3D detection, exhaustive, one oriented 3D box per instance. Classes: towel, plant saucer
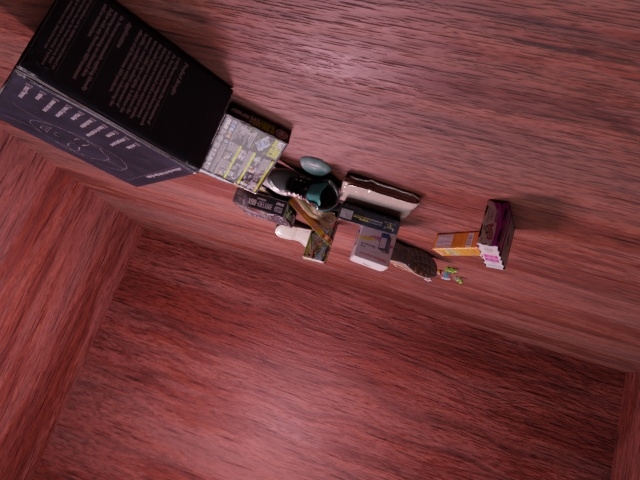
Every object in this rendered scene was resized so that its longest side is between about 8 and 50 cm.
[{"bbox_3d":[0.209,-0.160,1.724,0.283,0.049,0.187,18,167,-1],"label":"towel"},{"bbox_3d":[-0.021,-0.262,1.679,0.120,0.021,0.119,17,165,5],"label":"plant saucer"}]

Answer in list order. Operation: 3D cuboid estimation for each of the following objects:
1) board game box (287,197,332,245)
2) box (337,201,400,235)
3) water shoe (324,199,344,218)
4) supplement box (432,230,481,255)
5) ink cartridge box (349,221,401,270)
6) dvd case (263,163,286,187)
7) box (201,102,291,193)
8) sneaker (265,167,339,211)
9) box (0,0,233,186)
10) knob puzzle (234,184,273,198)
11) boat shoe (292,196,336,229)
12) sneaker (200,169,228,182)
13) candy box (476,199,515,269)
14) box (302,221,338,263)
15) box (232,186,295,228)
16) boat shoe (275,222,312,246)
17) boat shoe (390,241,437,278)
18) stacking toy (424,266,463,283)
[{"bbox_3d":[-0.039,-0.079,2.073,0.259,0.039,0.124,51,-177,25],"label":"board game box"},{"bbox_3d":[0.191,-0.091,1.813,0.233,0.059,0.183,18,-166,5],"label":"box"},{"bbox_3d":[0.024,-0.154,1.897,0.203,0.080,0.073,26,163,-26],"label":"water shoe"},{"bbox_3d":[0.562,0.015,1.863,0.078,0.080,0.233,30,164,-29],"label":"supplement box"},{"bbox_3d":[0.229,0.002,1.954,0.155,0.212,0.093,20,165,-3],"label":"ink cartridge box"},{"bbox_3d":[-0.177,-0.251,1.906,0.181,0.022,0.253,24,165,-20],"label":"dvd case"},{"bbox_3d":[-0.253,-0.295,1.549,0.216,0.060,0.270,23,138,-18],"label":"box"},{"bbox_3d":[-0.050,-0.187,1.729,0.296,0.123,0.178,17,-179,-24],"label":"sneaker"},{"bbox_3d":[-0.603,-0.400,1.352,0.472,0.297,0.480,32,160,-37],"label":"box"},{"bbox_3d":[-0.317,-0.250,2.052,0.213,0.029,0.213,20,168,4],"label":"knob puzzle"},{"bbox_3d":[-0.023,-0.147,2.000,0.104,0.089,0.285,50,-173,39],"label":"boat shoe"},{"bbox_3d":[-0.388,-0.298,1.737,0.366,0.135,0.150,14,-174,-25],"label":"sneaker"},{"bbox_3d":[0.589,-0.014,1.565,0.071,0.159,0.233,11,163,31],"label":"candy box"},{"bbox_3d":[0.000,0.000,2.238,0.114,0.206,0.036,12,164,19],"label":"box"},{"bbox_3d":[-0.252,-0.147,2.182,0.243,0.076,0.307,18,174,7],"label":"box"},{"bbox_3d":[-0.094,-0.042,2.483,0.320,0.116,0.099,18,-150,-25],"label":"boat shoe"},{"bbox_3d":[0.414,0.086,2.252,0.325,0.123,0.116,28,171,-11],"label":"boat shoe"},{"bbox_3d":[0.616,0.177,2.432,0.221,0.052,0.167,8,162,34],"label":"stacking toy"}]
